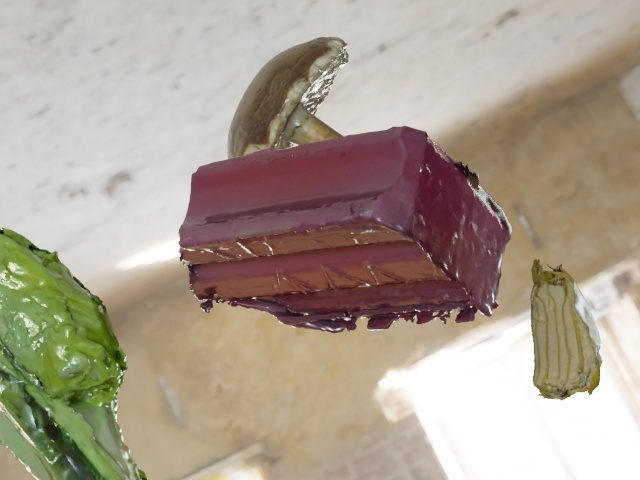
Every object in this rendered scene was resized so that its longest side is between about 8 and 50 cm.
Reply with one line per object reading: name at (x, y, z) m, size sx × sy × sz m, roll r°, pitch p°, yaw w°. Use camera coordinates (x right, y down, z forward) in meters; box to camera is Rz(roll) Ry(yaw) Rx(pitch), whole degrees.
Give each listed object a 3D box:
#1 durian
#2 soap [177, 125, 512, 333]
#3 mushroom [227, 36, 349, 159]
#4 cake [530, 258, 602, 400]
durian at (-0.192, 0.068, 0.857) m, size 0.106 × 0.375 × 0.132 m, roll -41°, pitch 174°, yaw -28°
soap at (0.000, 0.000, 1.025) m, size 0.250 × 0.099 × 0.162 m, roll -7°, pitch 150°, yaw 34°
mushroom at (0.034, -0.130, 1.609) m, size 0.301 × 0.208 × 0.233 m, roll 4°, pitch 153°, yaw -19°
cake at (0.273, 0.091, 1.481) m, size 0.079 × 0.116 × 0.185 m, roll -8°, pitch -165°, yaw 24°
